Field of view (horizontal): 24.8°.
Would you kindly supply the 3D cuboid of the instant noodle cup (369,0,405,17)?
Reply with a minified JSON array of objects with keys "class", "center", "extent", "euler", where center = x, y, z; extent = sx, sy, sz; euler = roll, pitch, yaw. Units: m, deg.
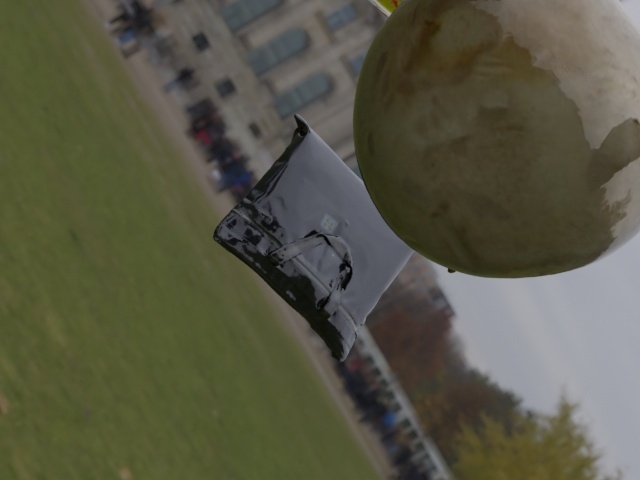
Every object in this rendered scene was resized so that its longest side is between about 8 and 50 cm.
[{"class":"instant noodle cup","center":[0.147,-0.384,1.824],"extent":[0.213,0.174,0.213],"euler":[29,37,-25]}]

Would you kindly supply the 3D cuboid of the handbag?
[{"class":"handbag","center":[0.000,0.000,1.844],"extent":[0.254,0.211,0.088],"euler":[44,-26,-24]}]

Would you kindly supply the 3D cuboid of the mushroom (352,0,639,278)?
[{"class":"mushroom","center":[0.184,-0.114,1.326],"extent":[0.292,0.292,0.290],"euler":[60,21,1]}]
